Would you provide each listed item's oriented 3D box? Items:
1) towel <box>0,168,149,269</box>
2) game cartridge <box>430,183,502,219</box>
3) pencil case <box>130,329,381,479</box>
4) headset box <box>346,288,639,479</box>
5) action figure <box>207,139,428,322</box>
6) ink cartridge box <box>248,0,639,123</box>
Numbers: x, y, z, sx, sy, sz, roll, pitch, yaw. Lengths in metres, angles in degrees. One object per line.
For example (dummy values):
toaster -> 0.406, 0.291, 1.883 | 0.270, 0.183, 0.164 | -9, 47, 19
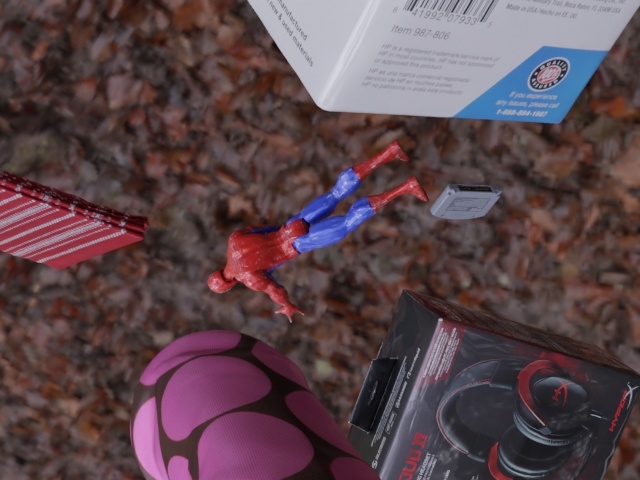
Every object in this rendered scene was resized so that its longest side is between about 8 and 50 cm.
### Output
towel -> -0.342, -0.033, 1.157 | 0.274, 0.031, 0.198 | 22, 154, -37
game cartridge -> 0.179, -0.048, 1.367 | 0.083, 0.017, 0.056 | 1, 139, -31
pencil case -> -0.017, 0.116, 0.421 | 0.095, 0.209, 0.098 | 19, 101, -22
headset box -> 0.169, 0.194, 1.186 | 0.293, 0.110, 0.218 | 18, 98, -21
action figure -> 0.000, 0.000, 1.311 | 0.280, 0.091, 0.139 | -28, 151, 10
ink cartridge box -> 0.157, -0.296, 0.861 | 0.285, 0.166, 0.395 | -1, 136, -37
